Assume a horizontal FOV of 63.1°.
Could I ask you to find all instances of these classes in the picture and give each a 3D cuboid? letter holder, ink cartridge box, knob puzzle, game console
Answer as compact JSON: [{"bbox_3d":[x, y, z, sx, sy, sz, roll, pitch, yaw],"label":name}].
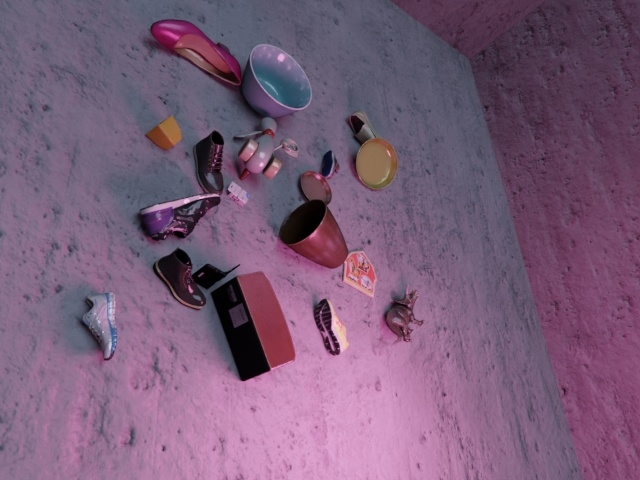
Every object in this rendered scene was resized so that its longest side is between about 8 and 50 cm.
[{"bbox_3d":[-0.180,0.261,1.670,0.214,0.152,0.302,-9,73,-48],"label":"letter holder"},{"bbox_3d":[-0.303,-0.170,1.895,0.083,0.028,0.048,39,45,-21],"label":"ink cartridge box"},{"bbox_3d":[0.172,0.121,2.175,0.213,0.030,0.213,23,53,-33],"label":"knob puzzle"},{"bbox_3d":[-0.333,0.098,1.639,0.107,0.122,0.071,33,47,-25],"label":"game console"}]

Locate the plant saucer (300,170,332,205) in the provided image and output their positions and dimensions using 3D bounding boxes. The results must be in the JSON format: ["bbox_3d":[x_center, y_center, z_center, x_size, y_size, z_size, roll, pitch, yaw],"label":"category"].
[{"bbox_3d":[-0.023,-0.214,2.187,0.168,0.029,0.169,22,54,-34],"label":"plant saucer"}]

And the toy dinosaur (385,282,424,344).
[{"bbox_3d":[0.328,0.333,2.159,0.160,0.121,0.313,45,47,4],"label":"toy dinosaur"}]

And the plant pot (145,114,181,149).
[{"bbox_3d":[-0.521,-0.359,1.765,0.083,0.081,0.081,54,41,-21],"label":"plant pot"}]

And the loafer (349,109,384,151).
[{"bbox_3d":[0.218,-0.517,2.550,0.092,0.102,0.269,-16,71,-45],"label":"loafer"}]

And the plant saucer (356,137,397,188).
[{"bbox_3d":[0.261,-0.364,2.472,0.240,0.037,0.241,-4,98,-30],"label":"plant saucer"}]

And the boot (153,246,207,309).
[{"bbox_3d":[-0.397,0.116,1.557,0.198,0.137,0.077,44,44,-16],"label":"boot"}]

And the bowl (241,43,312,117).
[{"bbox_3d":[-0.204,-0.635,2.163,0.311,0.163,0.312,22,54,-33],"label":"bowl"}]

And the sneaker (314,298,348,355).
[{"bbox_3d":[0.047,0.314,1.916,0.094,0.081,0.209,-5,77,-52],"label":"sneaker"}]

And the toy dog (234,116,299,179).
[{"bbox_3d":[-0.238,-0.337,2.000,0.220,0.161,0.334,48,28,-7],"label":"toy dog"}]

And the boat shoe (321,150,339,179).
[{"bbox_3d":[0.052,-0.323,2.285,0.066,0.066,0.183,43,35,-30],"label":"boat shoe"}]

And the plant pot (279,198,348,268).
[{"bbox_3d":[0.000,0.000,1.975,0.230,0.215,0.215,47,41,-33],"label":"plant pot"}]

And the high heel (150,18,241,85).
[{"bbox_3d":[-0.459,-0.713,1.986,0.377,0.127,0.181,0,56,-47],"label":"high heel"}]

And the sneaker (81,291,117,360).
[{"bbox_3d":[-0.586,0.227,1.374,0.082,0.071,0.191,4,56,-35],"label":"sneaker"}]

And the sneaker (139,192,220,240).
[{"bbox_3d":[-0.437,-0.072,1.678,0.283,0.107,0.124,-21,97,-44],"label":"sneaker"}]

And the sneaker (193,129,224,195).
[{"bbox_3d":[-0.375,-0.268,1.817,0.083,0.118,0.222,-6,71,-45],"label":"sneaker"}]
